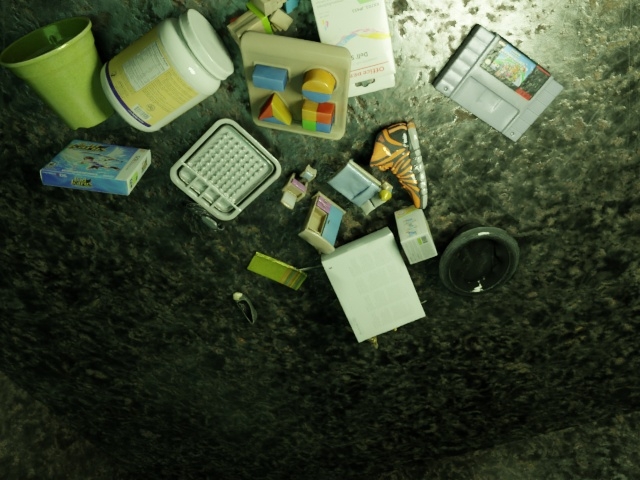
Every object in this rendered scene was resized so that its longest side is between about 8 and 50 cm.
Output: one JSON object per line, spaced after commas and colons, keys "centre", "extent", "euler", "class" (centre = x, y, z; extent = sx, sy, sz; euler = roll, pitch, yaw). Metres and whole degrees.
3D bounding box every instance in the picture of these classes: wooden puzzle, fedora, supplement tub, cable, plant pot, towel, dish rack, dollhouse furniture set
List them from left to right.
{"centre": [-0.757, -0.489, 1.450], "extent": [0.276, 0.276, 0.254], "euler": [-12, 135, 8], "class": "plant pot"}
{"centre": [-0.453, -0.503, 1.429], "extent": [0.331, 0.241, 0.241], "euler": [-27, 120, 17], "class": "supplement tub"}
{"centre": [-0.436, -0.098, 1.774], "extent": [0.184, 0.150, 0.047], "euler": [38, 86, -19], "class": "cable"}
{"centre": [-0.333, -0.254, 1.701], "extent": [0.333, 0.072, 0.285], "euler": [-38, 115, 23], "class": "dish rack"}
{"centre": [-0.180, 0.131, 1.993], "extent": [0.237, 0.021, 0.102], "euler": [24, 120, -15], "class": "towel"}
{"centre": [-0.078, -0.444, 1.459], "extent": [0.322, 0.081, 0.348], "euler": [12, 151, 5], "class": "wooden puzzle"}
{"centre": [0.049, -0.141, 1.644], "extent": [0.286, 0.198, 0.303], "euler": [35, 138, -21], "class": "dollhouse furniture set"}
{"centre": [0.598, 0.054, 1.853], "extent": [0.334, 0.152, 0.334], "euler": [0, 128, 0], "class": "fedora"}

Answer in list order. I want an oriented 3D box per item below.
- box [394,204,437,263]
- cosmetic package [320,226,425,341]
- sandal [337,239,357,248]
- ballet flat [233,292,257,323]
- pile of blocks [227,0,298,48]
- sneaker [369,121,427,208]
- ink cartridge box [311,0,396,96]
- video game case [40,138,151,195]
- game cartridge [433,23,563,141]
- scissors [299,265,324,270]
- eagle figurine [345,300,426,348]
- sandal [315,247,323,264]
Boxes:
{"centre": [0.349, -0.029, 1.769], "extent": [0.103, 0.203, 0.114], "euler": [-21, 124, 15], "class": "box"}
{"centre": [0.203, 0.174, 1.851], "extent": [0.284, 0.097, 0.377], "euler": [-23, 108, 3], "class": "cosmetic package"}
{"centre": [0.118, 0.049, 1.910], "extent": [0.180, 0.072, 0.049], "euler": [-21, 137, 16], "class": "sandal"}
{"centre": [-0.326, 0.291, 2.087], "extent": [0.057, 0.049, 0.173], "euler": [-23, 121, 14], "class": "ballet flat"}
{"centre": [-0.141, -0.708, 1.384], "extent": [0.362, 0.149, 0.113], "euler": [-48, 69, 18], "class": "pile of blocks"}
{"centre": [0.271, -0.249, 1.683], "extent": [0.180, 0.124, 0.321], "euler": [-12, 113, 13], "class": "sneaker"}
{"centre": [0.108, -0.594, 1.433], "extent": [0.207, 0.119, 0.353], "euler": [-12, 124, 9], "class": "ink cartridge box"}
{"centre": [-0.740, -0.250, 1.603], "extent": [0.269, 0.244, 0.061], "euler": [7, 123, -5], "class": "video game case"}
{"centre": [0.572, -0.498, 1.534], "extent": [0.355, 0.068, 0.230], "euler": [27, 125, -17], "class": "game cartridge"}
{"centre": [0.068, 0.092, 1.900], "extent": [0.297, 0.021, 0.109], "euler": [0, 156, -20], "class": "scissors"}
{"centre": [0.275, 0.305, 2.038], "extent": [0.298, 0.225, 0.226], "euler": [-55, 156, -1], "class": "eagle figurine"}
{"centre": [0.000, 0.000, 1.879], "extent": [0.060, 0.090, 0.219], "euler": [15, 134, 17], "class": "sandal"}
